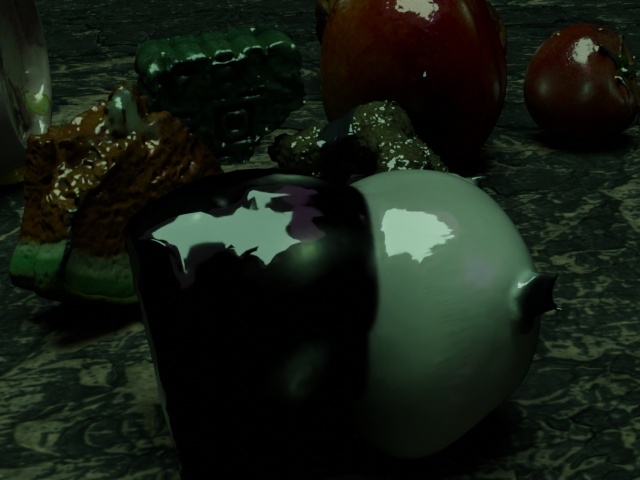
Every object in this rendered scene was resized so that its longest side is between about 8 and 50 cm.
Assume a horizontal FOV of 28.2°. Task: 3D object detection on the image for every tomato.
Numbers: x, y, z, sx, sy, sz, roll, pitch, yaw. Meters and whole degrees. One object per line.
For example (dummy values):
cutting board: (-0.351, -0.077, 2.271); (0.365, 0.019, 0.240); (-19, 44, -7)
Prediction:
tomato: (0.357, -0.207, 1.747); (0.167, 0.167, 0.167); (-1, 21, 0)

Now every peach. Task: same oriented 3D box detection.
peach: (0.125, -0.230, 1.642); (0.249, 0.274, 0.245); (-14, 21, -15)

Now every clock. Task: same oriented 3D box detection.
clock: (-0.507, -0.264, 1.631); (0.251, 0.376, 0.368); (-5, 21, 3)

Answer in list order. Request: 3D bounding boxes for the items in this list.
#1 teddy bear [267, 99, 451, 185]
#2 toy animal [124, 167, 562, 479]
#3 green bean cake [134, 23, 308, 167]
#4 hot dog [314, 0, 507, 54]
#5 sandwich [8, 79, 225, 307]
teddy bear: (0.058, -0.103, 1.513); (0.251, 0.129, 0.182); (11, -12, 38)
toy animal: (0.018, 0.052, 0.990); (0.310, 0.250, 0.251); (-12, 23, -11)
green bean cake: (-0.114, -0.154, 1.547); (0.208, 0.193, 0.107); (-11, 21, -13)
hot dog: (0.133, -0.315, 1.990); (0.267, 0.174, 0.387); (-5, 21, -15)
sandwich: (-0.204, -0.033, 1.274); (0.109, 0.212, 0.292); (-4, 30, 36)
